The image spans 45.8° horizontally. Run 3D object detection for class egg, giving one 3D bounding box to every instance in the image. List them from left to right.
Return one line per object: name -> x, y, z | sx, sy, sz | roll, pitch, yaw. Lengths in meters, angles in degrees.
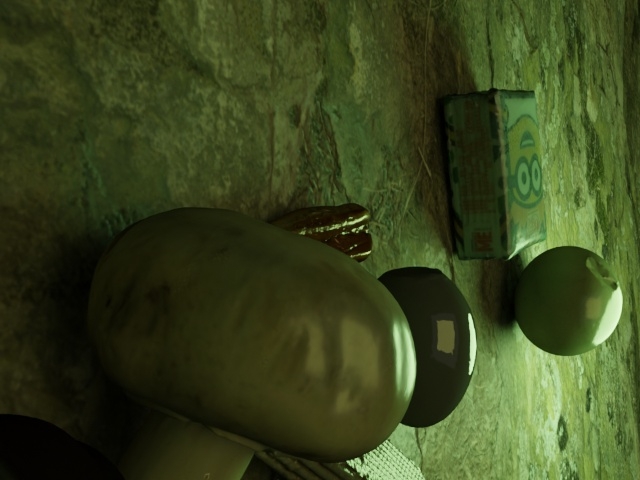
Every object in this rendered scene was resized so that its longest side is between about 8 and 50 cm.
egg -> 0.137, 0.155, 1.088 | 0.176, 0.176, 0.231 | -20, 103, -54
egg -> 0.523, 0.126, 1.606 | 0.269, 0.219, 0.219 | -56, 131, -42

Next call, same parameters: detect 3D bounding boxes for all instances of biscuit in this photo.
biscuit -> 0.036, 0.286, 0.984 | 0.426, 0.079, 0.144 | 50, 19, -42

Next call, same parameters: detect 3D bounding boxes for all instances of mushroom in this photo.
mushroom -> -0.090, 0.142, 0.712 | 0.314, 0.314, 0.336 | 31, 88, -50

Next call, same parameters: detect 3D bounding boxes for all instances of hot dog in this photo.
hot dog -> 0.000, 0.000, 1.006 | 0.236, 0.062, 0.092 | -9, 94, -52

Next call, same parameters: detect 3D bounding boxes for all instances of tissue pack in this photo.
tissue pack -> 0.337, -0.130, 1.444 | 0.228, 0.128, 0.310 | -15, 101, -54

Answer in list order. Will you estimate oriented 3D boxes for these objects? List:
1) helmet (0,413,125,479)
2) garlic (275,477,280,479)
helmet -> -0.232, 0.265, 0.542 | 0.177, 0.225, 0.305 | -47, 140, -82
garlic -> 0.030, 0.448, 0.912 | 0.338, 0.196, 0.151 | 38, 14, 2
